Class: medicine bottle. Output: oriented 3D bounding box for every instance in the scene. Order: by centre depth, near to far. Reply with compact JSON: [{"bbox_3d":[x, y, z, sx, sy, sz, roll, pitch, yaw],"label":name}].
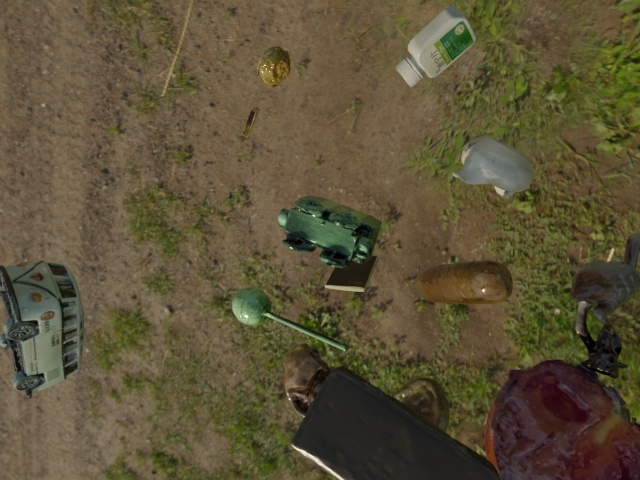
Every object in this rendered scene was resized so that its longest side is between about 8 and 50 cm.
[{"bbox_3d":[0.267,-0.449,1.081,0.183,0.119,0.069,-37,61,21],"label":"medicine bottle"}]

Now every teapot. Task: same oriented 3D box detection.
[{"bbox_3d":[0.509,-0.200,1.314,0.208,0.299,0.166,35,101,47],"label":"teapot"}]

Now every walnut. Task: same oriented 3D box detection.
[{"bbox_3d":[0.009,0.346,1.047,0.238,0.141,0.204,33,162,-9],"label":"walnut"}]

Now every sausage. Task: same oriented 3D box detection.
[{"bbox_3d":[0.399,0.130,1.386,0.136,0.501,0.123,-3,83,-12],"label":"sausage"}]

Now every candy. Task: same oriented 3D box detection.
[{"bbox_3d":[-0.099,0.236,1.326,0.439,0.119,0.119,16,119,39],"label":"candy"}]

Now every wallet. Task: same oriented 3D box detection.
[{"bbox_3d":[0.112,0.340,0.716,0.309,0.042,0.165,28,88,22],"label":"wallet"}]

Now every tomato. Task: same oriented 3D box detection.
[{"bbox_3d":[0.417,0.395,0.794,0.335,0.289,0.176,51,153,32],"label":"tomato"}]

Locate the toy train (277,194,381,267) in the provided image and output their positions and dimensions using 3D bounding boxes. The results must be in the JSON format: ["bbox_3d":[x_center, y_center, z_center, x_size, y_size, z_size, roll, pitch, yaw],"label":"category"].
[{"bbox_3d":[0.032,-0.036,1.360,0.299,0.238,0.167,23,111,19],"label":"toy train"}]

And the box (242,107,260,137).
[{"bbox_3d":[-0.240,-0.411,1.586,0.023,0.133,0.090,21,109,-10],"label":"box"}]

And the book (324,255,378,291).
[{"bbox_3d":[0.126,0.125,1.812,0.160,0.228,0.024,3,120,20],"label":"book"}]

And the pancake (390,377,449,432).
[{"bbox_3d":[0.285,0.565,1.460,0.049,0.294,0.294,39,121,-17],"label":"pancake"}]

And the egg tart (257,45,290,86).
[{"bbox_3d":[-0.136,-0.529,1.412,0.049,0.128,0.129,43,124,29],"label":"egg tart"}]

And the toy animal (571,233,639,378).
[{"bbox_3d":[0.520,0.080,0.822,0.090,0.324,0.195,2,140,51],"label":"toy animal"}]

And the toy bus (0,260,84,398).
[{"bbox_3d":[-0.344,0.105,0.567,0.087,0.089,0.194,49,135,28],"label":"toy bus"}]
